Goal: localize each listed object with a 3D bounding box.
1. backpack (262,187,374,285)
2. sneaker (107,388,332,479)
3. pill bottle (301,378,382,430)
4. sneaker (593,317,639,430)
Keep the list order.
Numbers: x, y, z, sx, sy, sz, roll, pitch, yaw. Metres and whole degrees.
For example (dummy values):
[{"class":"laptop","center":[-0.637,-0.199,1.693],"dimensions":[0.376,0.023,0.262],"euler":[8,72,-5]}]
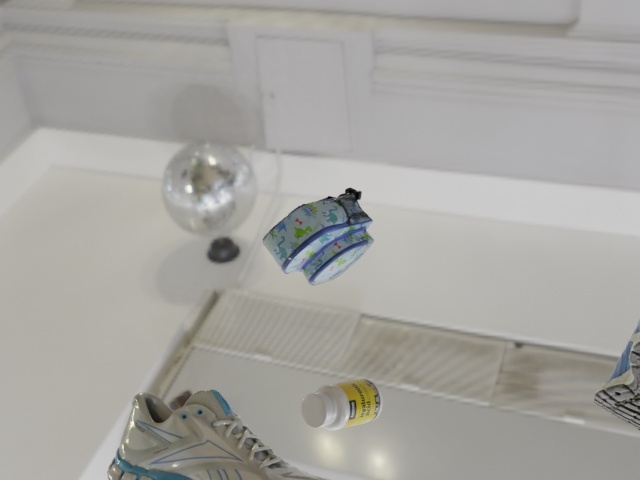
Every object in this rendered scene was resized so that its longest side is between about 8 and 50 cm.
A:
[{"class":"backpack","center":[0.000,0.000,1.073],"dimensions":[0.114,0.105,0.084],"euler":[-9,-120,-52]},{"class":"sneaker","center":[-0.070,0.153,0.670],"dimensions":[0.191,0.082,0.071],"euler":[8,178,23]},{"class":"pill bottle","center":[0.029,0.231,1.289],"dimensions":[0.065,0.065,0.116],"euler":[29,-161,38]},{"class":"sneaker","center":[0.502,0.176,1.338],"dimensions":[0.130,0.330,0.147],"euler":[30,-118,16]}]
